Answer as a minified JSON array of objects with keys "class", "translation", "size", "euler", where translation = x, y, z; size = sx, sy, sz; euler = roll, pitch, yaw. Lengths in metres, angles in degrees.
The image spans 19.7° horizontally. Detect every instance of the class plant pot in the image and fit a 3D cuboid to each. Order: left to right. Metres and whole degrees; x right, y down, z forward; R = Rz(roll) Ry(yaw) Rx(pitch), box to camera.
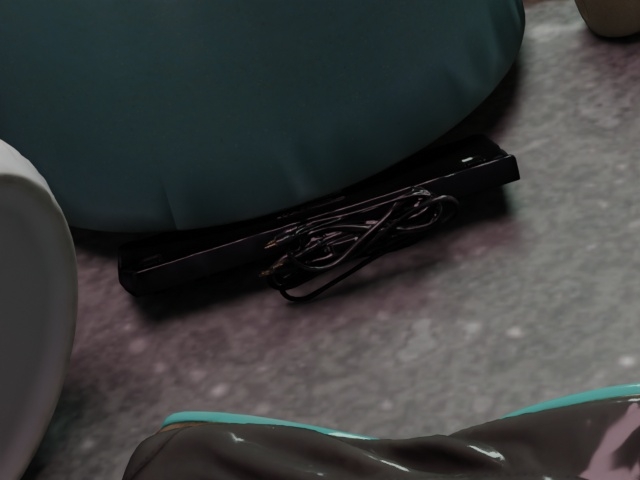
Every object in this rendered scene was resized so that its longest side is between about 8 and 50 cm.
[{"class":"plant pot","translation":[-0.063,-0.182,0.915],"size":[0.293,0.235,0.293],"euler":[-12,32,8]}]

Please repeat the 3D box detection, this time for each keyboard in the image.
[{"class":"keyboard","translation":[0.000,0.000,0.860],"size":[0.192,0.038,0.100],"euler":[-18,14,-1]}]

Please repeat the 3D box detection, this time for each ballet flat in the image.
[{"class":"ballet flat","translation":[0.049,0.112,0.650],"size":[0.280,0.095,0.096],"euler":[-7,47,28]}]

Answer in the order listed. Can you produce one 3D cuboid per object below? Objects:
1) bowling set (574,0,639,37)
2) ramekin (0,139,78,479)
[{"class":"bowling set","translation":[0.145,-0.253,1.017],"size":[0.200,0.154,0.287],"euler":[-31,40,-19]},{"class":"ramekin","translation":[-0.186,0.037,0.736],"size":[0.109,0.207,0.207],"euler":[16,47,22]}]
